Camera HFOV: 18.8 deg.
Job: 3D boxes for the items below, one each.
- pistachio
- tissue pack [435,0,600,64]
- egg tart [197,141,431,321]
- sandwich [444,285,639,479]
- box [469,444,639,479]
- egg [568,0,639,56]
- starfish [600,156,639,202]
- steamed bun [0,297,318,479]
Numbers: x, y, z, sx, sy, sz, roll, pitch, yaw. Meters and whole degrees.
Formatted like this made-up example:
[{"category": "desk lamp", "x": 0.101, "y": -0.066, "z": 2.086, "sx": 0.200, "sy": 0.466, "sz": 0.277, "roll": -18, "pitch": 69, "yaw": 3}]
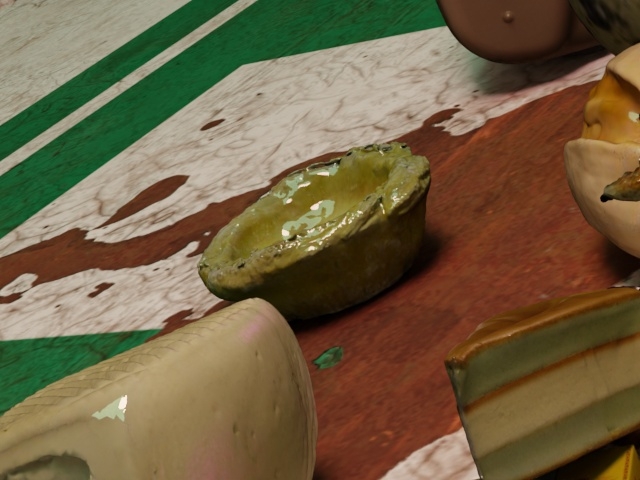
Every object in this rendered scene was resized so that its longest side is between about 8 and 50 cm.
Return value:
[{"category": "pistachio", "x": 0.237, "y": -0.055, "z": 1.227, "sx": 0.157, "sy": 0.157, "sz": 0.229, "roll": -26, "pitch": 17, "yaw": -10}, {"category": "tissue pack", "x": 0.271, "y": -0.333, "z": 1.757, "sx": 0.387, "sy": 0.267, "sz": 0.277, "roll": -20, "pitch": 21, "yaw": 12}, {"category": "egg tart", "x": 0.000, "y": 0.000, "z": 1.440, "sx": 0.197, "sy": 0.078, "sz": 0.197, "roll": -22, "pitch": 17, "yaw": 7}, {"category": "sandwich", "x": 0.094, "y": 0.085, "z": 1.027, "sx": 0.163, "sy": 0.079, "sz": 0.113, "roll": -18, "pitch": 1, "yaw": -43}, {"category": "box", "x": 0.089, "y": 0.151, "z": 1.003, "sx": 0.155, "sy": 0.023, "sz": 0.087, "roll": -15, "pitch": 16, "yaw": 19}, {"category": "egg", "x": 0.312, "y": -0.245, "z": 1.442, "sx": 0.288, "sy": 0.287, "sz": 0.379, "roll": -28, "pitch": 8, "yaw": -16}, {"category": "starfish", "x": 0.348, "y": -0.068, "z": 0.993, "sx": 0.358, "sy": 0.078, "sz": 0.347, "roll": -30, "pitch": 29, "yaw": -25}, {"category": "steamed bun", "x": -0.089, "y": 0.136, "z": 1.069, "sx": 0.170, "sy": 0.152, "sz": 0.239, "roll": -21, "pitch": 2, "yaw": 24}]
